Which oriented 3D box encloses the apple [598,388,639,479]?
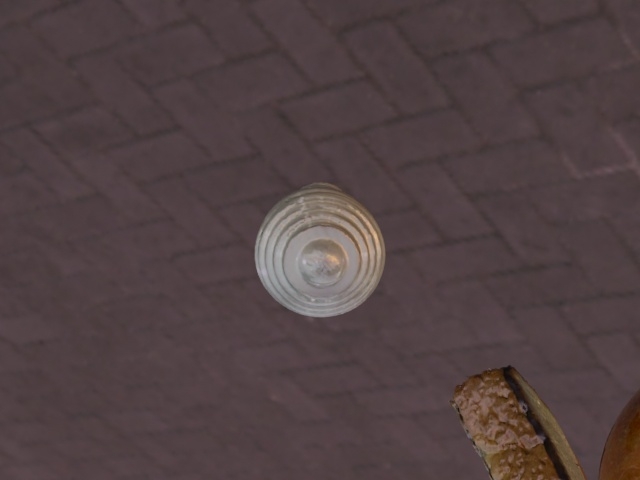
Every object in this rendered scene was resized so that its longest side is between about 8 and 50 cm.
[{"bbox_3d":[0.322,0.187,1.022,0.237,0.237,0.207,2,154,28],"label":"apple"}]

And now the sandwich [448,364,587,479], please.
[{"bbox_3d":[0.290,0.316,1.790,0.095,0.273,0.249,-33,139,11],"label":"sandwich"}]

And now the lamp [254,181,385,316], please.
[{"bbox_3d":[0.000,0.000,1.180,0.106,0.106,0.193,24,-169,-4],"label":"lamp"}]
